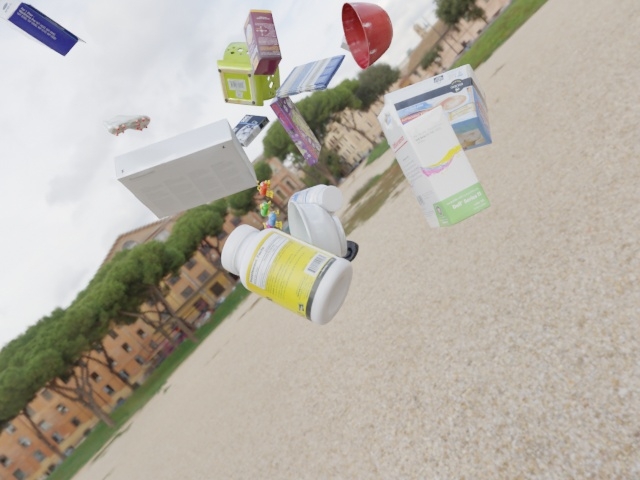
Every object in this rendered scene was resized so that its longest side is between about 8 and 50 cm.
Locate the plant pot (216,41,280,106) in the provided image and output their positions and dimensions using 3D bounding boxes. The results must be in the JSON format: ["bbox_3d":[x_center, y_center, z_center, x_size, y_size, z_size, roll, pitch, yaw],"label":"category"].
[{"bbox_3d":[-0.322,-0.719,2.211,0.207,0.228,0.227,-63,-22,-45],"label":"plant pot"}]

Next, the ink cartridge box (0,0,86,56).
[{"bbox_3d":[-0.788,-0.587,1.357,0.165,0.332,0.065,30,-91,-55],"label":"ink cartridge box"}]

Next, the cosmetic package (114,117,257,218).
[{"bbox_3d":[-0.428,-0.226,1.656,0.376,0.098,0.284,-18,-23,2],"label":"cosmetic package"}]

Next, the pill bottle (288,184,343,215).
[{"bbox_3d":[-0.015,-0.133,1.819,0.124,0.124,0.221,-47,20,-26],"label":"pill bottle"}]

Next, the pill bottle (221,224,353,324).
[{"bbox_3d":[-0.095,0.081,1.374,0.188,0.333,0.188,-50,-26,-36],"label":"pill bottle"}]

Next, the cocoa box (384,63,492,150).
[{"bbox_3d":[0.449,-0.465,1.933,0.346,0.228,0.231,-13,-22,29],"label":"cocoa box"}]

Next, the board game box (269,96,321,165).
[{"bbox_3d":[-0.113,-0.544,2.414,0.056,0.347,0.208,-23,28,25],"label":"board game box"}]

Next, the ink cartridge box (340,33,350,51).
[{"bbox_3d":[0.103,-0.717,1.801,0.028,0.048,0.083,132,156,-57],"label":"ink cartridge box"}]

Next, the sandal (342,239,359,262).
[{"bbox_3d":[0.035,0.052,2.016,0.254,0.097,0.054,-8,-20,30],"label":"sandal"}]

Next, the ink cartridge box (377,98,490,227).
[{"bbox_3d":[0.292,-0.217,1.339,0.119,0.354,0.207,-27,1,-3],"label":"ink cartridge box"}]

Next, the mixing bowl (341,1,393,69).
[{"bbox_3d":[0.137,-0.574,1.383,0.098,0.182,0.181,-22,0,-6],"label":"mixing bowl"}]

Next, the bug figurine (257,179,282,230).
[{"bbox_3d":[-0.249,-0.142,2.402,0.072,0.279,0.216,-10,-35,-14],"label":"bug figurine"}]

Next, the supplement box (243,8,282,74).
[{"bbox_3d":[-0.200,-0.678,1.728,0.080,0.188,0.104,-8,-11,-24],"label":"supplement box"}]

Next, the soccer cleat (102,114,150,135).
[{"bbox_3d":[-0.728,-0.449,1.903,0.196,0.076,0.068,-37,-18,-52],"label":"soccer cleat"}]

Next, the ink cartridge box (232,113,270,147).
[{"bbox_3d":[-0.390,-0.552,2.523,0.208,0.045,0.206,13,56,37],"label":"ink cartridge box"}]

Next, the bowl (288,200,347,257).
[{"bbox_3d":[0.000,0.000,1.646,0.133,0.298,0.298,-16,-5,-14],"label":"bowl"}]

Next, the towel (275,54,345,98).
[{"bbox_3d":[-0.045,-0.685,2.111,0.284,0.034,0.209,1,53,40],"label":"towel"}]
